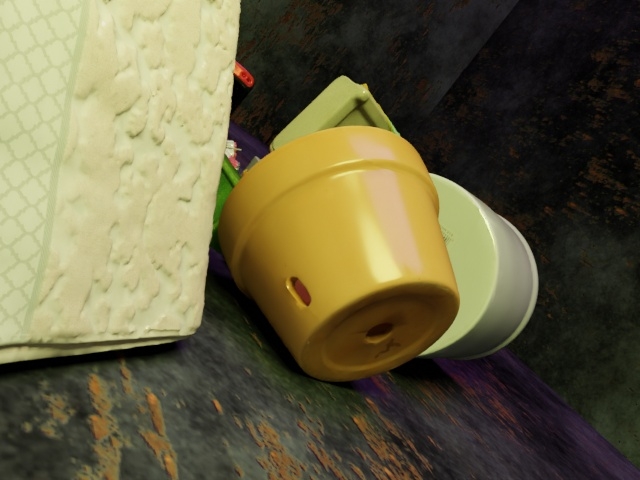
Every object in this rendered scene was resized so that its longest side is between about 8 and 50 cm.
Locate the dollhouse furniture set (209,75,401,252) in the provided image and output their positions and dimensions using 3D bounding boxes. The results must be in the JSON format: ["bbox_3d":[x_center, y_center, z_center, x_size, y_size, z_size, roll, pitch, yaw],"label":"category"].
[{"bbox_3d":[-0.040,-0.102,0.902,0.151,0.301,0.197,51,6,39],"label":"dollhouse furniture set"}]

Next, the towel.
[{"bbox_3d":[-0.148,-0.085,0.430,0.053,0.331,0.317,8,0,17],"label":"towel"}]

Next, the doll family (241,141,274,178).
[{"bbox_3d":[-0.068,-0.054,1.032,0.163,0.263,0.118,19,43,-18],"label":"doll family"}]

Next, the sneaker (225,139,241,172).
[{"bbox_3d":[-0.210,-0.128,1.097,0.112,0.120,0.299,15,8,-13],"label":"sneaker"}]

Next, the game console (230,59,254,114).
[{"bbox_3d":[-0.344,-0.371,1.362,0.342,0.060,0.386,35,-26,-16],"label":"game console"}]

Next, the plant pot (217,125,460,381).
[{"bbox_3d":[0.038,0.034,0.767,0.291,0.291,0.203,30,27,-46],"label":"plant pot"}]

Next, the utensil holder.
[{"bbox_3d":[0.210,0.063,1.155,0.327,0.327,0.385,42,12,25],"label":"utensil holder"}]

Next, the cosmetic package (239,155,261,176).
[{"bbox_3d":[-0.062,-0.040,1.203,0.238,0.127,0.107,36,7,-27],"label":"cosmetic package"}]
